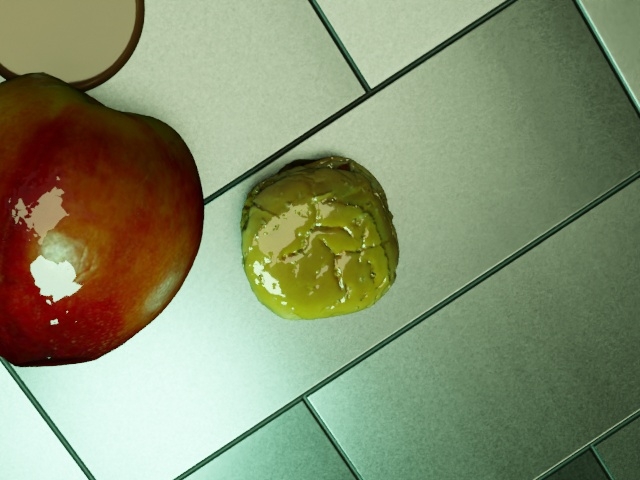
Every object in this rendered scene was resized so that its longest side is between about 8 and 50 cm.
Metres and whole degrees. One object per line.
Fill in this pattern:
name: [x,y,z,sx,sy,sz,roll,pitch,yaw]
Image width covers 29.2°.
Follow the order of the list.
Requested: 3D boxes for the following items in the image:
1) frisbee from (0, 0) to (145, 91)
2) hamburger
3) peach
frisbee: [-0.371,-0.328,1.717,0.251,0.021,0.250,-1,99,-9]
hamburger: [0.000,0.000,1.753,0.244,0.163,0.244,-1,98,-8]
peach: [-0.343,-0.017,1.608,0.388,0.388,0.388,-1,100,-8]
